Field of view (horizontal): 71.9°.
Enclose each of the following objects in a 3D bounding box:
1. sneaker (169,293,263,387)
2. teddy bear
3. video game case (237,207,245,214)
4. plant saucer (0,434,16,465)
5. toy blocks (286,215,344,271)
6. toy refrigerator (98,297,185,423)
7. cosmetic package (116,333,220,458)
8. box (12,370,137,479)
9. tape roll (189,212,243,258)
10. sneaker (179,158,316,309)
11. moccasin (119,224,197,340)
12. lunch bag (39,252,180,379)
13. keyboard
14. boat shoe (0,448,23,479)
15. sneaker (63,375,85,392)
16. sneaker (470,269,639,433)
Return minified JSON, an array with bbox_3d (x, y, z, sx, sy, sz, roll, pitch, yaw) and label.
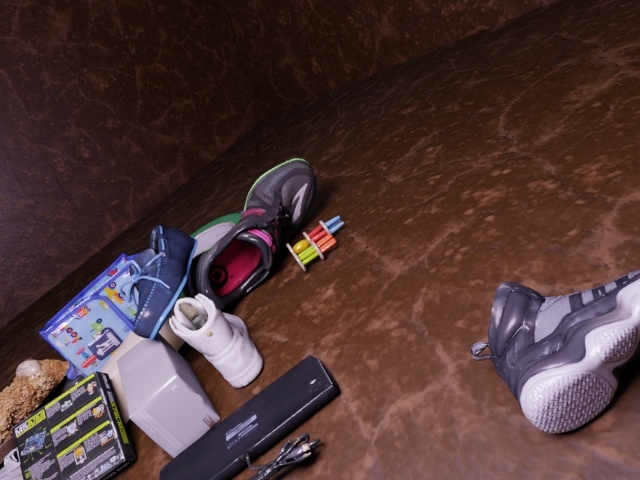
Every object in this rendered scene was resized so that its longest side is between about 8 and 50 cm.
[{"bbox_3d":[-0.225,0.164,0.888,0.108,0.169,0.292,-43,24,-17],"label":"sneaker"},{"bbox_3d":[-0.781,0.417,1.112,0.245,0.113,0.338,-37,18,38],"label":"teddy bear"},{"bbox_3d":[-0.258,-0.075,1.545,0.274,0.026,0.196,-33,24,-2],"label":"video game case"},{"bbox_3d":[-0.738,0.512,0.980,0.168,0.029,0.168,-48,7,8],"label":"plant saucer"},{"bbox_3d":[0.000,0.000,1.054,0.148,0.054,0.123,-35,24,-4],"label":"toy blocks"},{"bbox_3d":[-0.389,0.257,0.980,0.102,0.094,0.270,-12,38,48],"label":"toy refrigerator"},{"bbox_3d":[-0.287,0.272,0.815,0.107,0.127,0.238,-40,23,-15],"label":"cosmetic package"},{"bbox_3d":[-0.453,0.372,0.808,0.190,0.045,0.184,-35,60,-3],"label":"box"},{"bbox_3d":[-0.329,0.050,1.308,0.321,0.077,0.321,-25,31,16],"label":"tape roll"},{"bbox_3d":[-0.145,-0.007,1.109,0.202,0.185,0.483,6,55,56],"label":"sneaker"},{"bbox_3d":[-0.355,0.079,0.937,0.138,0.116,0.342,-54,21,15],"label":"moccasin"},{"bbox_3d":[-0.494,0.207,1.066,0.138,0.221,0.293,-5,36,46],"label":"lunch bag"},{"bbox_3d":[-0.105,0.306,0.645,0.317,0.033,0.201,-37,18,-5],"label":"keyboard"},{"bbox_3d":[-0.635,0.470,0.943,0.184,0.063,0.066,-27,25,14],"label":"boat shoe"},{"bbox_3d":[-0.660,0.281,1.204,0.106,0.163,0.281,-28,24,10],"label":"sneaker"},{"bbox_3d":[0.294,0.076,0.493,0.268,0.101,0.153,-38,27,-3],"label":"sneaker"}]
